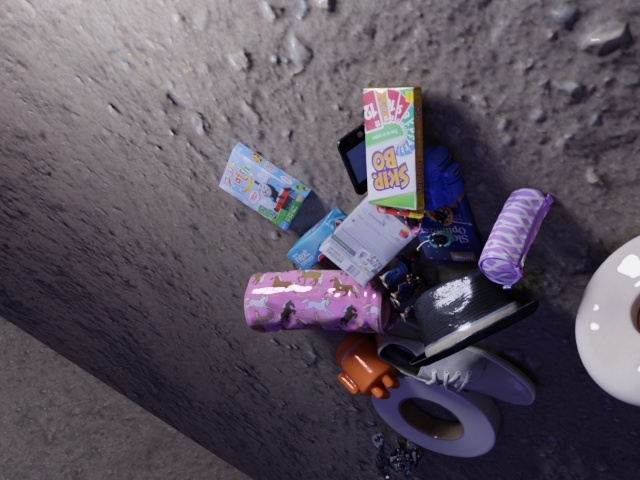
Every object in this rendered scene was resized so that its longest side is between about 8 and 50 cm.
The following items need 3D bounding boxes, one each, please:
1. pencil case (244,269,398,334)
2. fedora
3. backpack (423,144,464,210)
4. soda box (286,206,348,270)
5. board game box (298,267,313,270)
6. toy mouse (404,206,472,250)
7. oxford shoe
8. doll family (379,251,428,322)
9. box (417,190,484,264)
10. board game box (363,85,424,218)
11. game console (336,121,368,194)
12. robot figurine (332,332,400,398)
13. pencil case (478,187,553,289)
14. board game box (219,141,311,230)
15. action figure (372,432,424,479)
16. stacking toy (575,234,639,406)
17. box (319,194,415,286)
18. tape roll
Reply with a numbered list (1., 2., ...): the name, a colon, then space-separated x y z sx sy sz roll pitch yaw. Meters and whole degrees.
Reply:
1. pencil case: 0.001 0.162 1.708 0.387 0.159 0.167 -2 156 18
2. fedora: 0.322 0.163 1.504 0.334 0.334 0.152 -43 70 52
3. backpack: 0.234 -0.134 1.335 0.101 0.098 0.120 -2 118 32
4. soda box: 0.000 0.000 1.668 0.071 0.067 0.210 41 142 -9
5. board game box: -0.018 0.159 1.859 0.194 0.060 0.194 22 142 15
6. toy mouse: 0.238 -0.031 1.433 0.161 0.031 0.143 26 140 11
7. oxford shoe: 0.345 0.342 1.743 0.450 0.130 0.169 24 140 10
8. doll family: 0.217 0.109 1.603 0.076 0.111 0.193 48 170 40
9. box: 0.284 -0.018 1.471 0.137 0.036 0.225 0 132 36
10. board game box: 0.146 -0.172 1.301 0.124 0.039 0.259 11 114 43
11. game console: 0.122 -0.172 1.383 0.085 0.124 0.144 30 152 51
12. robot figurine: 0.131 0.353 1.879 0.219 0.128 0.158 46 139 30
13. pencil case: 0.379 -0.010 1.276 0.086 0.206 0.088 45 147 -24
14. board game box: -0.143 -0.132 1.650 0.212 0.039 0.160 34 143 0
15. action figure: 0.259 0.714 2.199 0.164 0.140 0.276 -9 171 9
16. stacking toy: 0.754 0.217 1.229 0.480 0.350 0.351 32 146 -25
17. box: 0.110 -0.001 1.543 0.145 0.038 0.186 39 113 -8
18. tape roll: 0.342 0.509 1.972 0.392 0.072 0.391 20 141 17
